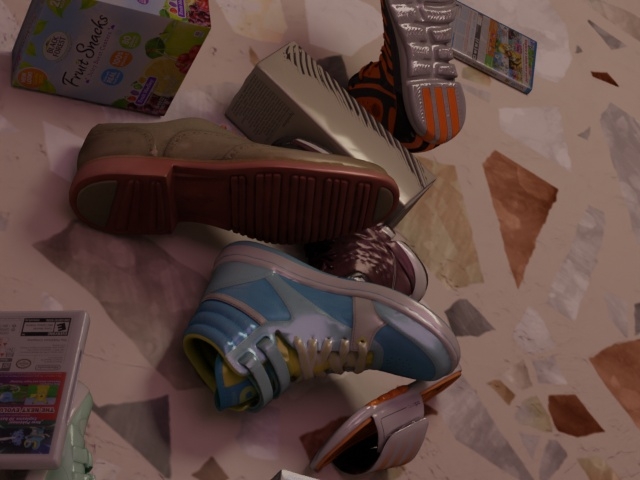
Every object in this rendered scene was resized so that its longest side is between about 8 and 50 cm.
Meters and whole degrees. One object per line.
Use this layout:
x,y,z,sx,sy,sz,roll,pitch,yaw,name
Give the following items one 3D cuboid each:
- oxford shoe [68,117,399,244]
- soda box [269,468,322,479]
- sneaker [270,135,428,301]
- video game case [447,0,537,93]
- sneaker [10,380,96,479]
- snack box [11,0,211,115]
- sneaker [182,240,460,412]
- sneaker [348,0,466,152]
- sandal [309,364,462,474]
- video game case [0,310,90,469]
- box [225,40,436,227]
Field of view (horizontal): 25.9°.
-0.101,-0.092,1.697,0.397,0.140,0.146,5,47,-8,oxford shoe
0.060,0.346,1.544,0.286,0.098,0.091,19,51,-17,soda box
0.000,0.000,1.764,0.281,0.106,0.162,47,50,7,sneaker
0.268,-0.311,2.214,0.166,0.015,0.119,25,47,-13,video game case
-0.241,0.275,1.425,0.151,0.094,0.256,25,49,-16,sneaker
-0.264,-0.252,1.743,0.207,0.174,0.070,10,49,-23,snack box
-0.012,0.139,1.613,0.319,0.127,0.208,18,48,14,sneaker
0.103,-0.279,1.961,0.124,0.180,0.321,1,83,-29,sneaker
0.100,0.221,1.659,0.265,0.102,0.076,-24,69,-42,sandal
-0.349,0.152,1.429,0.201,0.023,0.183,-1,51,7,video game case
0.013,-0.128,1.861,0.275,0.113,0.094,45,46,4,box
